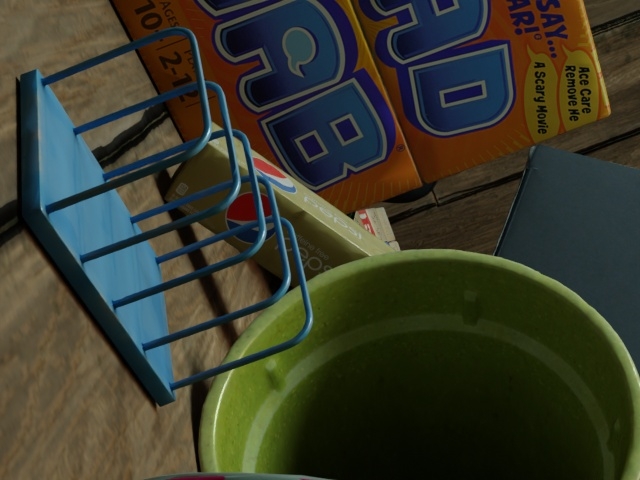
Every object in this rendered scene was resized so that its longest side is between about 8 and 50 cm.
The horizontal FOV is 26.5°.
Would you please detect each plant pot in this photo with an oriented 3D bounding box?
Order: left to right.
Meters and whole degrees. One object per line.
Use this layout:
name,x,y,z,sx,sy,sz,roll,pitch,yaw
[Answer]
plant pot,0.075,0.191,0.923,0.254,0.276,0.276,80,-3,-47

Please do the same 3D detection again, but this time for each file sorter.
file sorter,-0.083,-0.014,0.763,0.118,0.104,0.170,-103,171,-45

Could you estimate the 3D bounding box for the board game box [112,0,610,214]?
board game box,0.011,-0.281,1.244,0.356,0.356,0.357,-102,170,-52

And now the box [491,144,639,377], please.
box,0.267,0.153,1.419,0.396,0.211,0.294,86,25,-50

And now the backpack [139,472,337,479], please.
backpack,0.010,0.189,0.384,0.191,0.225,0.254,-55,131,-44

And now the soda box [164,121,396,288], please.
soda box,-0.027,-0.011,1.036,0.181,0.058,0.061,34,16,-11

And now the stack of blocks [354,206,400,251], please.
stack of blocks,0.067,0.117,1.538,0.297,0.087,0.171,69,15,3

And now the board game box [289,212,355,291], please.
board game box,0.000,0.000,1.351,0.126,0.026,0.186,-101,-160,-52

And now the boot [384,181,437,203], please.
boot,0.029,-0.079,1.529,0.246,0.094,0.207,23,20,-12
